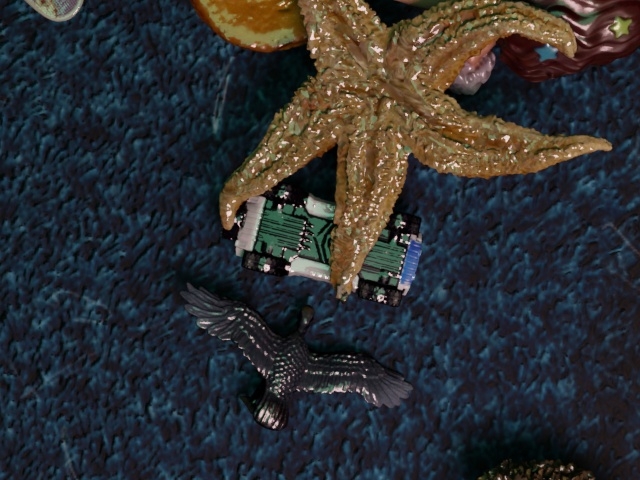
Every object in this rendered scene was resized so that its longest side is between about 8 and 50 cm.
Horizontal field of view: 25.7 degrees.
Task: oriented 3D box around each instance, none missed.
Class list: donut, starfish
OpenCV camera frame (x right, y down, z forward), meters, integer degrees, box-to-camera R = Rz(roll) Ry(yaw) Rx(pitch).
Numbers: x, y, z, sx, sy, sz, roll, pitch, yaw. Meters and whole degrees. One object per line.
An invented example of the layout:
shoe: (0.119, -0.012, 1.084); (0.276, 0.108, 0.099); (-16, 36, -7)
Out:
donut: (-0.043, -0.247, 1.208); (0.162, 0.065, 0.178); (-12, 87, -1)
starfish: (0.054, -0.094, 1.133); (0.299, 0.060, 0.302); (39, 103, -1)

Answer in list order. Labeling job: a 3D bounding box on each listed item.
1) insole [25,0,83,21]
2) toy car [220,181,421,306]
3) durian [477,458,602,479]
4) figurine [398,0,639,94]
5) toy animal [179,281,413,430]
insole: (-0.274, -0.281, 1.252); (0.065, 0.004, 0.197); (-34, 87, 3)
toy car: (0.000, 0.000, 1.195); (0.171, 0.070, 0.080); (14, 90, 3)
durian: (0.183, 0.275, 1.128); (0.196, 0.167, 0.196); (-2, 83, 17)
figurine: (0.158, -0.209, 1.166); (0.240, 0.116, 0.174); (10, 89, 4)
toy animal: (-0.029, 0.106, 1.199); (0.220, 0.062, 0.108); (28, 89, -9)
